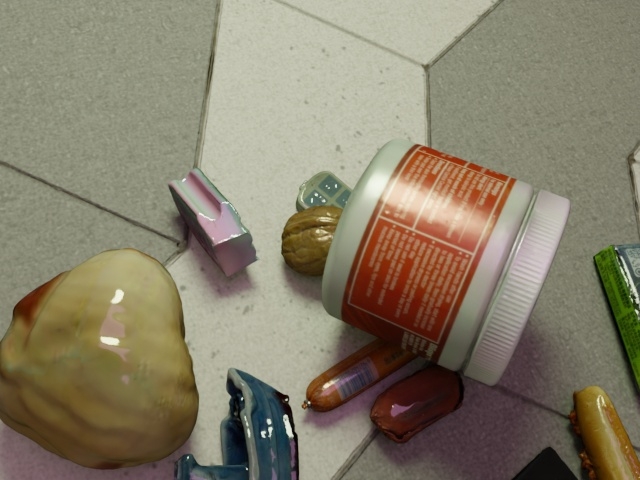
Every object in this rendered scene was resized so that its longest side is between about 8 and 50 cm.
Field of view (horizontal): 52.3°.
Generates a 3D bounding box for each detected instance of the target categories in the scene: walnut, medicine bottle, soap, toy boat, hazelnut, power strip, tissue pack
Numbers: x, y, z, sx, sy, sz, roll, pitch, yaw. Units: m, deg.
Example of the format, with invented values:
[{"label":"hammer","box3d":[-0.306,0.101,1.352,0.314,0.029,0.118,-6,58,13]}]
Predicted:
[{"label":"walnut","box3d":[0.000,0.000,0.938,0.124,0.105,0.105,-9,61,32]},{"label":"medicine bottle","box3d":[0.155,0.023,0.833,0.240,0.252,0.253,23,64,16]},{"label":"soap","box3d":[-0.151,-0.022,0.926,0.056,0.100,0.149,-32,51,-16]},{"label":"toy boat","box3d":[-0.104,0.307,0.778,0.142,0.129,0.309,8,66,-19]},{"label":"hazelnut","box3d":[-0.246,0.145,0.783,0.261,0.241,0.261,-6,75,22]},{"label":"power strip","box3d":[0.058,-0.021,1.005,0.227,0.029,0.080,40,65,7]},{"label":"tissue pack","box3d":[0.542,0.115,1.005,0.173,0.073,0.236,-2,61,-11]}]

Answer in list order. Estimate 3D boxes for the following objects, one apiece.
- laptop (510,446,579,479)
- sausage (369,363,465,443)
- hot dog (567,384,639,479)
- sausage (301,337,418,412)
[{"label":"laptop","box3d":[0.333,0.399,0.888,0.135,0.016,0.197,-32,77,-23]},{"label":"sausage","box3d":[0.133,0.221,0.894,0.141,0.076,0.076,-27,75,-19]},{"label":"hot dog","box3d":[0.404,0.324,0.891,0.076,0.102,0.249,-23,66,15]},{"label":"sausage","box3d":[0.119,0.147,0.932,0.347,0.053,0.053,-29,75,-20]}]
